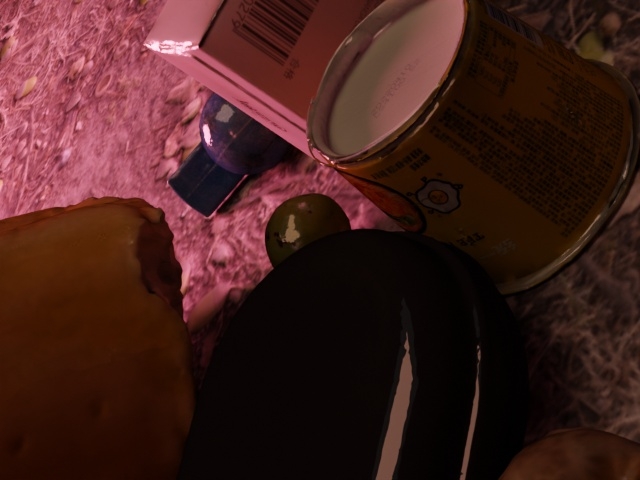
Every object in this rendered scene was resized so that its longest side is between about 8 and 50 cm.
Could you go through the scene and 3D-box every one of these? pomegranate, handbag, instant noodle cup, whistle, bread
[{"bbox_3d":[0.000,-0.002,0.972,0.085,0.073,0.073,-11,43,2],"label":"pomegranate"},{"bbox_3d":[0.002,0.137,0.766,0.254,0.093,0.308,-6,63,51],"label":"handbag"},{"bbox_3d":[0.089,-0.075,0.827,0.182,0.144,0.182,-35,37,33],"label":"instant noodle cup"},{"bbox_3d":[-0.076,-0.085,1.127,0.158,0.090,0.090,-49,32,15],"label":"whistle"},{"bbox_3d":[-0.288,0.134,0.955,0.394,0.250,0.361,-19,8,-19],"label":"bread"}]

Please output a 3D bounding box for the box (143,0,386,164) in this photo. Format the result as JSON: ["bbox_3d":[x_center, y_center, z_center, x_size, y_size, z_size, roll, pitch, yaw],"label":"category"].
[{"bbox_3d":[0.016,-0.208,1.000,0.111,0.194,0.260,12,72,57],"label":"box"}]

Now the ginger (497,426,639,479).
[{"bbox_3d":[0.192,0.109,0.511,0.304,0.155,0.244,-42,37,24],"label":"ginger"}]
